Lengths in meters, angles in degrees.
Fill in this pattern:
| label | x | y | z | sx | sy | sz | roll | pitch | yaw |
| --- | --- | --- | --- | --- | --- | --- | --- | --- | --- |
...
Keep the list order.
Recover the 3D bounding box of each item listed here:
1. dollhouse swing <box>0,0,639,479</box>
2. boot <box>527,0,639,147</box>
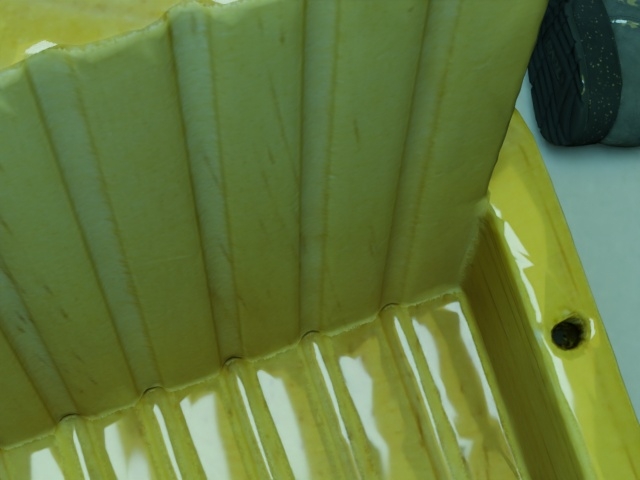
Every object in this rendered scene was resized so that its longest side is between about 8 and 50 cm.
| label | x | y | z | sx | sy | sz | roll | pitch | yaw |
| --- | --- | --- | --- | --- | --- | --- | --- | --- | --- |
| dollhouse swing | -0.040 | 0.101 | 0.478 | 0.346 | 0.305 | 0.315 | -18 | 84 | -9 |
| boot | 0.205 | -0.160 | 0.871 | 0.161 | 0.083 | 0.246 | 1 | 70 | -18 |
